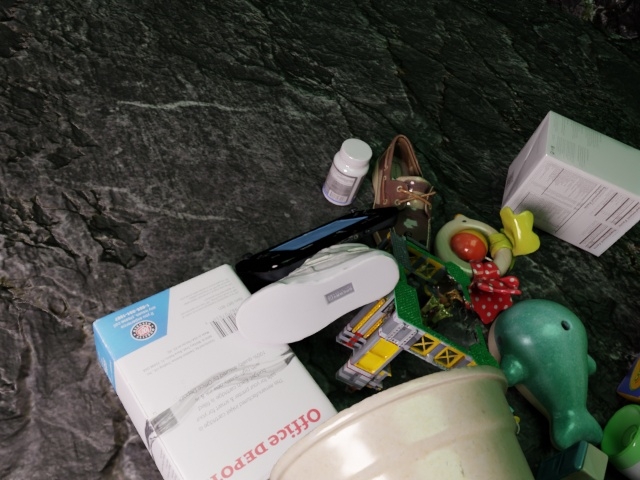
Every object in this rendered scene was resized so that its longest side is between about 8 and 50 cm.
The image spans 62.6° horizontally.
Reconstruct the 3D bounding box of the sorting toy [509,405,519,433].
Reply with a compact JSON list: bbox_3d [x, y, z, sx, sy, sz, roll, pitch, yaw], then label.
[{"bbox_3d":[0.305,0.298,0.932,0.084,0.044,0.075,7,32,-14],"label":"sorting toy"}]

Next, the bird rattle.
[{"bbox_3d":[0.338,0.041,1.120,0.207,0.143,0.253,28,61,20],"label":"bird rattle"}]

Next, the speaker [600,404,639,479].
[{"bbox_3d":[0.646,0.409,0.897,0.297,0.131,0.131,32,50,8],"label":"speaker"}]

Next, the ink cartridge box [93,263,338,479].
[{"bbox_3d":[-0.155,0.218,0.772,0.223,0.129,0.307,-24,63,-34],"label":"ink cartridge box"}]

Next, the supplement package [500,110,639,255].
[{"bbox_3d":[0.614,-0.137,1.273,0.263,0.198,0.199,25,48,2],"label":"supplement package"}]

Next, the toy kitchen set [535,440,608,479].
[{"bbox_3d":[0.310,0.381,0.806,0.166,0.122,0.207,34,50,10],"label":"toy kitchen set"}]

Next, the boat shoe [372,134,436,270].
[{"bbox_3d":[0.183,-0.093,1.140,0.124,0.123,0.341,10,50,-11],"label":"boat shoe"}]

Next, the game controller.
[{"bbox_3d":[0.000,0.000,0.987,0.319,0.167,0.067,-25,93,-33],"label":"game controller"}]

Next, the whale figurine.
[{"bbox_3d":[0.425,0.229,0.954,0.217,0.141,0.271,1,53,-19],"label":"whale figurine"}]

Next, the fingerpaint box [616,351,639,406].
[{"bbox_3d":[0.753,0.129,0.875,0.163,0.371,0.444,31,85,8],"label":"fingerpaint box"}]

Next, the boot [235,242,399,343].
[{"bbox_3d":[-0.013,0.076,0.821,0.259,0.095,0.123,-18,15,-14],"label":"boot"}]

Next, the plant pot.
[{"bbox_3d":[0.144,0.364,0.606,0.334,0.333,0.305,-7,50,-23],"label":"plant pot"}]

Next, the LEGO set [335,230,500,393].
[{"bbox_3d":[0.144,0.153,0.927,0.255,0.192,0.331,24,32,-24],"label":"LEGO set"}]

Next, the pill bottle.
[{"bbox_3d":[0.058,-0.146,1.131,0.078,0.137,0.078,10,50,-12],"label":"pill bottle"}]
